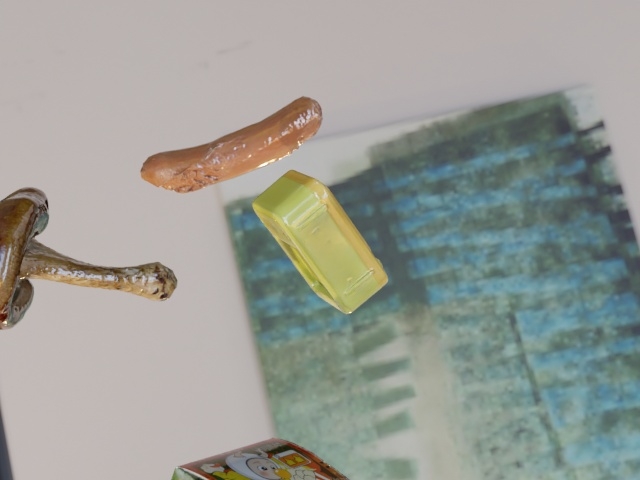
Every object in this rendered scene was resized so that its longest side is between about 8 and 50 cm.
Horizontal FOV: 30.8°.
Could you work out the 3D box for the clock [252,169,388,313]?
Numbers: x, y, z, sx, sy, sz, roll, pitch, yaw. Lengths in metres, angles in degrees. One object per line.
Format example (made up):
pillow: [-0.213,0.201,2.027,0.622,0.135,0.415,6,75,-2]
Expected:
clock: [0.000,0.000,1.722,0.096,0.202,0.143,-40,-156,-7]

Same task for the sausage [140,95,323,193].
sausage: [-0.143,-0.145,1.889,0.326,0.087,0.079,-20,164,15]

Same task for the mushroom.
mushroom: [-0.259,0.030,1.239,0.217,0.148,0.227,13,-163,-8]

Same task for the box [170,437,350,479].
box: [-0.067,0.343,1.369,0.177,0.148,0.195,28,-164,30]
